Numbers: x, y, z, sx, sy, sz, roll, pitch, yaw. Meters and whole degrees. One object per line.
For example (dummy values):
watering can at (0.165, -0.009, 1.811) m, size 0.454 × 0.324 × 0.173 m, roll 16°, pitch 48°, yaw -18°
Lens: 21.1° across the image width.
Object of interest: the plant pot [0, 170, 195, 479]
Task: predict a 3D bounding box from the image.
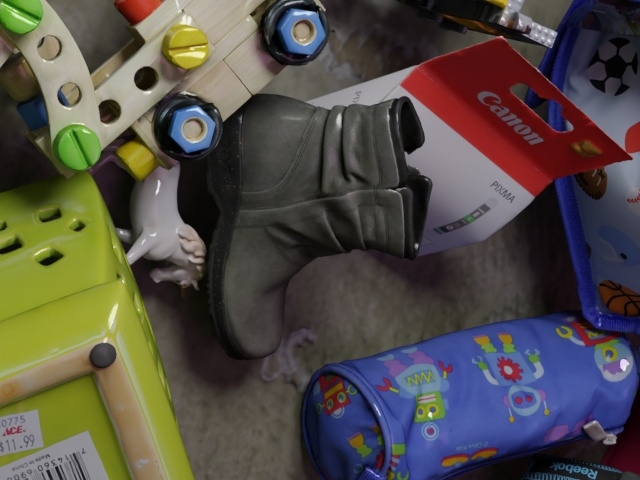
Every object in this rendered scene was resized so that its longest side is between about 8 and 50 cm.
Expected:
plant pot at (-0.209, 0.115, 1.155) m, size 0.228 × 0.207 × 0.227 m, roll -21°, pitch 118°, yaw -11°

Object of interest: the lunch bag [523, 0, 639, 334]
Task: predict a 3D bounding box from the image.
lunch bag at (0.341, -0.141, 1.425) m, size 0.328 × 0.239 × 0.385 m, roll -47°, pitch 136°, yaw -31°

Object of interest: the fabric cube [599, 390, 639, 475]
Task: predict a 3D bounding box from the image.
fabric cube at (0.474, 0.206, 1.654) m, size 0.259 × 0.258 × 0.254 m, roll 26°, pitch 91°, yaw -38°

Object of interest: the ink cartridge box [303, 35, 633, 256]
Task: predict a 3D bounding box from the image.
ink cartridge box at (0.098, -0.064, 1.330) m, size 0.181 × 0.225 × 0.056 m, roll 35°, pitch 57°, yaw -37°

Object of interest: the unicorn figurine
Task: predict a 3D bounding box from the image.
unicorn figurine at (-0.132, -0.019, 1.284) m, size 0.111 × 0.060 × 0.162 m, roll -2°, pitch 110°, yaw -29°

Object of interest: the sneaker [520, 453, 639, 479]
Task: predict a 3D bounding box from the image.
sneaker at (0.233, 0.338, 1.636) m, size 0.125 × 0.140 × 0.341 m, roll -52°, pitch 156°, yaw -54°

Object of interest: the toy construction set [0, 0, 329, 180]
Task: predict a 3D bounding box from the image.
toy construction set at (-0.116, -0.167, 1.158) m, size 0.328 × 0.151 × 0.215 m, roll -38°, pitch 110°, yaw 7°

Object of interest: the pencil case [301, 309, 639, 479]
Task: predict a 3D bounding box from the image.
pencil case at (0.137, 0.143, 1.482) m, size 0.306 × 0.133 × 0.119 m, roll -10°, pitch 145°, yaw -31°

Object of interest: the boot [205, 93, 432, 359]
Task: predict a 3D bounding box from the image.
boot at (0.000, 0.000, 1.296) m, size 0.083 × 0.161 × 0.246 m, roll -62°, pitch 156°, yaw -53°

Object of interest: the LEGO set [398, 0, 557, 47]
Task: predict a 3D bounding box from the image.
LEGO set at (0.104, -0.291, 1.242) m, size 0.255 × 0.192 × 0.331 m, roll 30°, pitch 90°, yaw -25°
